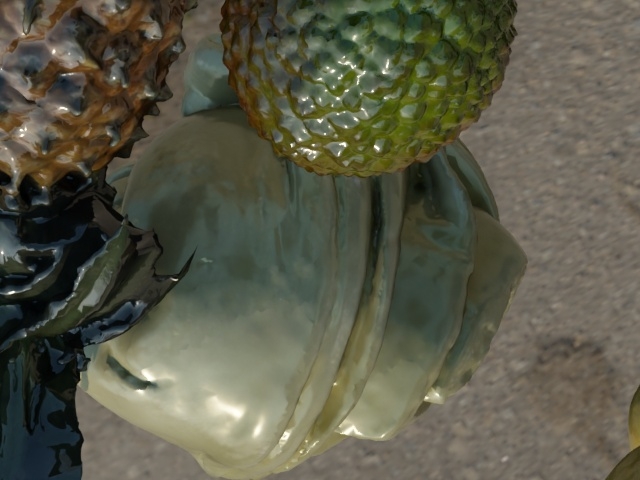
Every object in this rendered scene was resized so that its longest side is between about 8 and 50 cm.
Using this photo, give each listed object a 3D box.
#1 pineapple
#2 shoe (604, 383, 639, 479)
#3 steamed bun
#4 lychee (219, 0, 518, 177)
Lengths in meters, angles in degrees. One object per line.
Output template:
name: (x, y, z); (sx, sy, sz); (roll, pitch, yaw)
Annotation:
pineapple: (-0.145, -0.009, 0.790); (0.165, 0.165, 0.364); (19, 112, 30)
shoe: (0.086, 0.061, 0.312); (0.069, 0.072, 0.109); (-49, 45, 50)
steamed bun: (0.000, 0.003, 0.959); (0.203, 0.289, 0.276); (-9, 76, 31)
lychee: (0.017, -0.079, 0.596); (0.114, 0.146, 0.114); (1, 85, -7)
